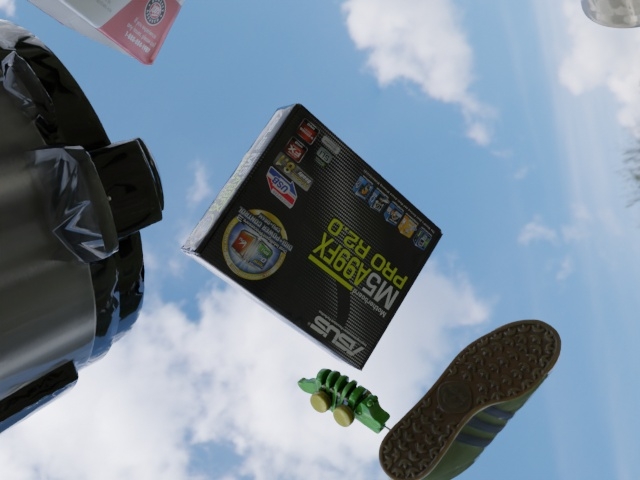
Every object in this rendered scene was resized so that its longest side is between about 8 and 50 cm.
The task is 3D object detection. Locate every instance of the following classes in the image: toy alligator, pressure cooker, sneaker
[{"bbox_3d":[0.050,0.208,0.911,0.056,0.190,0.051,-30,-45,-47],"label":"toy alligator"},{"bbox_3d":[-0.357,-0.006,0.630,0.370,0.375,0.420,43,-134,20],"label":"pressure cooker"},{"bbox_3d":[0.132,0.151,0.630,0.192,0.086,0.064,-38,-123,-13],"label":"sneaker"}]

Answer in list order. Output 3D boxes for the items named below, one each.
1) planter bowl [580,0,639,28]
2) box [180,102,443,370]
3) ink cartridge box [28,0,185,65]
[{"bbox_3d":[0.358,-0.331,0.785,0.109,0.162,0.162,51,-140,-39],"label":"planter bowl"},{"bbox_3d":[0.000,0.000,0.876,0.270,0.060,0.216,39,-105,-25],"label":"box"},{"bbox_3d":[-0.087,-0.201,0.342,0.067,0.198,0.115,28,-179,12],"label":"ink cartridge box"}]
